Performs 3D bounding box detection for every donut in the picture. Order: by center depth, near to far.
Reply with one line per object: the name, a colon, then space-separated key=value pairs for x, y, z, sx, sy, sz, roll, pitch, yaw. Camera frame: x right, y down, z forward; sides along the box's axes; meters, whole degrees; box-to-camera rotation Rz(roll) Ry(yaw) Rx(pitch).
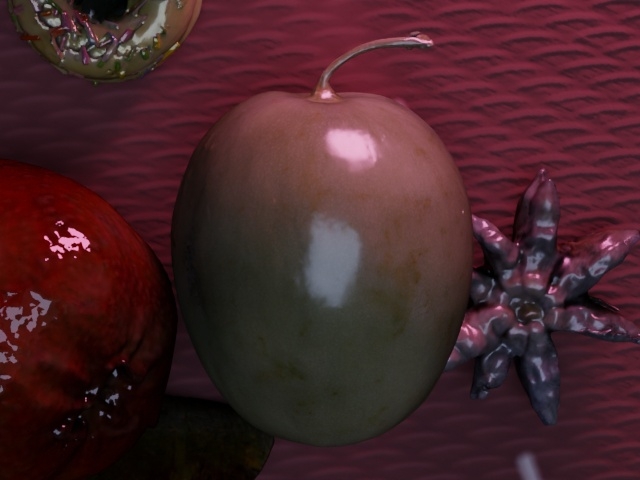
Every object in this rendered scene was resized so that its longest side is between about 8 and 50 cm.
donut: x=-0.183 y=-0.216 z=1.334 sx=0.174 sy=0.068 sz=0.175 roll=-1 pitch=101 yaw=-6

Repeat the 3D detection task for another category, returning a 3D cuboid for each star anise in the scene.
star anise: x=0.181 y=0.059 z=1.409 sx=0.236 sy=0.093 sz=0.229 roll=-20 pitch=101 yaw=-3

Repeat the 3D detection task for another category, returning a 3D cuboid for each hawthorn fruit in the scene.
hawthorn fruit: x=-0.270 y=0.056 z=1.292 sx=0.307 sy=0.265 sz=0.265 roll=39 pitch=97 yaw=33

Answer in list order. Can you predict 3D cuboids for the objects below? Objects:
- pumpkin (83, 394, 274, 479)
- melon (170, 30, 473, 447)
pumpkin: x=-0.199 y=0.226 z=1.380 sx=0.312 sy=0.148 sz=0.169 roll=-43 pitch=106 yaw=-1
melon: x=0.002 y=0.016 z=1.303 sx=0.271 sy=0.272 sz=0.308 roll=-18 pitch=88 yaw=-2
